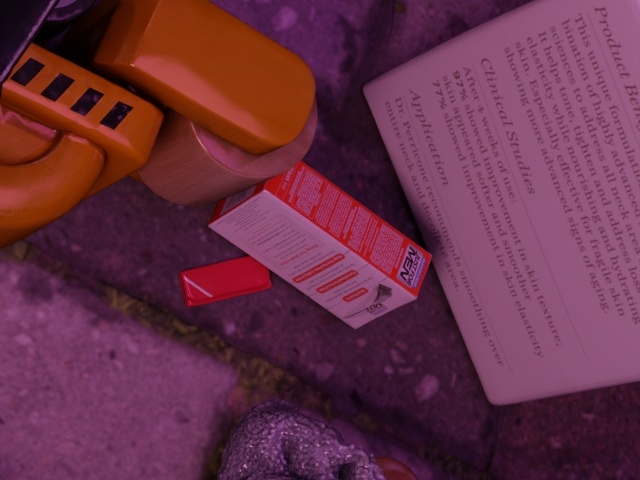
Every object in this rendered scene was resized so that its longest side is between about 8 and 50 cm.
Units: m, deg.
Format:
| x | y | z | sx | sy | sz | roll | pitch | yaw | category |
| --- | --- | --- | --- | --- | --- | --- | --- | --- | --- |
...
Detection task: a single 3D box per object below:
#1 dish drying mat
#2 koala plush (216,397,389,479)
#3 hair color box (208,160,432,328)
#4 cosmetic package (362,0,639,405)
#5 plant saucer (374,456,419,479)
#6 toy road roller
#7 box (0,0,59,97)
| x | y | z | sx | sy | sz | roll | pitch | yaw | category |
| --- | --- | --- | --- | --- | --- | --- | --- | --- | --- |
| -0.080 | 0.034 | 1.690 | 0.083 | 0.008 | 0.032 | -13 | 85 | -31 | dish drying mat |
| -0.062 | 0.253 | 1.563 | 0.221 | 0.196 | 0.203 | -29 | 76 | -30 | koala plush |
| 0.000 | 0.000 | 1.690 | 0.167 | 0.093 | 0.053 | 37 | 53 | -19 | hair color box |
| 0.312 | -0.078 | 1.710 | 0.327 | 0.394 | 0.329 | -22 | 92 | -31 | cosmetic package |
| 0.059 | 0.229 | 1.725 | 0.083 | 0.015 | 0.083 | 7 | 76 | -28 | plant saucer |
| -0.190 | -0.083 | 1.540 | 0.329 | 0.202 | 0.240 | 27 | 69 | -21 | toy road roller |
| -0.450 | -0.158 | 1.195 | 0.480 | 0.472 | 0.297 | 36 | 47 | -12 | box |
